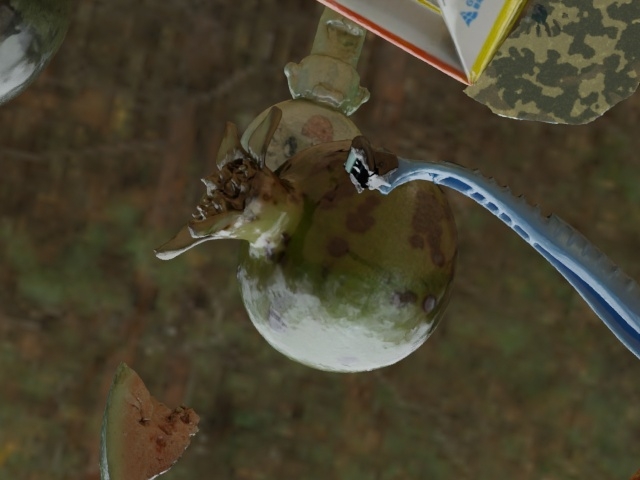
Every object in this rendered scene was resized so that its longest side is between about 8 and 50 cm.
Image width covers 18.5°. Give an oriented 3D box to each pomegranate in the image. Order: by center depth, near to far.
[{"bbox_3d":[-0.001,0.000,1.174,0.169,0.148,0.148,32,180,-11],"label":"pomegranate"}]

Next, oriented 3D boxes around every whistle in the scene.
[{"bbox_3d":[-0.005,-0.112,1.816,0.126,0.258,0.067,18,166,-12],"label":"whistle"}]

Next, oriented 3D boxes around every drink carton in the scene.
[{"bbox_3d":[0.109,-0.254,1.402,0.154,0.111,0.351,30,-147,1],"label":"drink carton"}]

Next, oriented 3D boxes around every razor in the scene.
[{"bbox_3d":[0.124,0.017,0.973,0.253,0.042,0.082,34,174,3],"label":"razor"}]

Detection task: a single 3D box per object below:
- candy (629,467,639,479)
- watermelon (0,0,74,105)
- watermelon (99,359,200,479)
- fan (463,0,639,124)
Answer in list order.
[{"bbox_3d":[0.217,0.272,1.551,0.078,0.287,0.084,41,154,18],"label":"candy"},{"bbox_3d":[-0.357,-0.243,1.752,0.279,0.279,0.359,14,179,14],"label":"watermelon"},{"bbox_3d":[-0.166,0.171,1.742,0.080,0.101,0.155,11,-134,20],"label":"watermelon"},{"bbox_3d":[0.241,-0.178,1.887,0.240,0.131,0.009,-31,167,-23],"label":"fan"}]
